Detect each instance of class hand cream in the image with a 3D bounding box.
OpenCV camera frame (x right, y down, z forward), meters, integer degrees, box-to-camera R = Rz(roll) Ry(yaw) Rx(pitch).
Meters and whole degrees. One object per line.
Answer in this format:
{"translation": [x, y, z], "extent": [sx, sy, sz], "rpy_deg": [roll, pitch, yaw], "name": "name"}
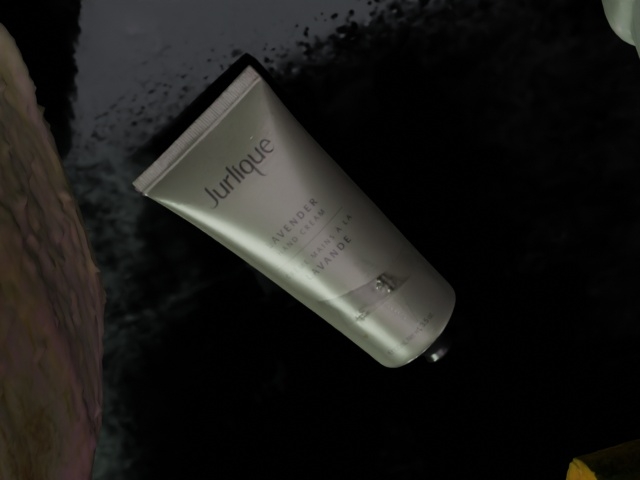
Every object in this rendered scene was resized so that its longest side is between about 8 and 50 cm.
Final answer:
{"translation": [0.000, 0.000, 0.973], "extent": [0.186, 0.054, 0.087], "rpy_deg": [41, 103, -20], "name": "hand cream"}

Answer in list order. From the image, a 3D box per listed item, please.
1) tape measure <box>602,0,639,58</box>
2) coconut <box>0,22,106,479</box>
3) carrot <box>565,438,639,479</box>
{"translation": [0.182, -0.176, 0.788], "extent": [0.130, 0.265, 0.258], "rpy_deg": [-6, 128, -3], "name": "tape measure"}
{"translation": [-0.275, 0.065, 0.777], "extent": [0.404, 0.405, 0.405], "rpy_deg": [-4, 121, -6], "name": "coconut"}
{"translation": [0.231, 0.143, 1.072], "extent": [0.173, 0.082, 0.082], "rpy_deg": [-11, 121, -5], "name": "carrot"}
